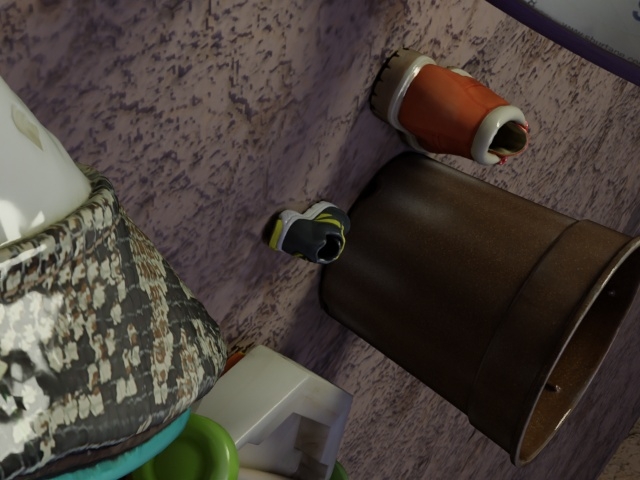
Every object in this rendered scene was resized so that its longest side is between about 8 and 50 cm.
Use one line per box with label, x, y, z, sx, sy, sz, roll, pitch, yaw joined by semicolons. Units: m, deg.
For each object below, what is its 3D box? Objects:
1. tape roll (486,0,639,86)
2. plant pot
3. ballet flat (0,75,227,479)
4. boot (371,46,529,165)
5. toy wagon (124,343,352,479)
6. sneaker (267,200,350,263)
tape roll;0.144;-0.141;0.650;0.090;0.275;0.275;-60;160;0
plant pot;0.101;0.032;0.954;0.167;0.165;0.167;-49;158;-27
ballet flat;-0.169;0.016;0.330;0.483;0.164;0.182;-22;118;-57
boot;0.094;-0.070;0.915;0.059;0.084;0.158;-65;161;8
toy wagon;-0.096;0.227;0.898;0.344;0.068;0.267;-58;160;-3
sneaker;0.000;0.000;0.855;0.083;0.035;0.031;-16;133;-63
